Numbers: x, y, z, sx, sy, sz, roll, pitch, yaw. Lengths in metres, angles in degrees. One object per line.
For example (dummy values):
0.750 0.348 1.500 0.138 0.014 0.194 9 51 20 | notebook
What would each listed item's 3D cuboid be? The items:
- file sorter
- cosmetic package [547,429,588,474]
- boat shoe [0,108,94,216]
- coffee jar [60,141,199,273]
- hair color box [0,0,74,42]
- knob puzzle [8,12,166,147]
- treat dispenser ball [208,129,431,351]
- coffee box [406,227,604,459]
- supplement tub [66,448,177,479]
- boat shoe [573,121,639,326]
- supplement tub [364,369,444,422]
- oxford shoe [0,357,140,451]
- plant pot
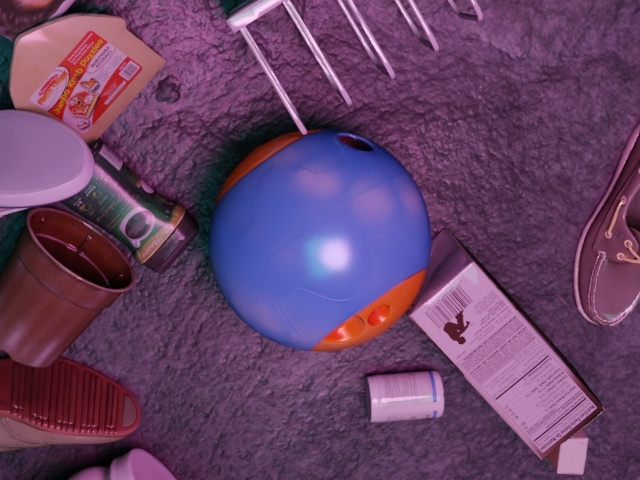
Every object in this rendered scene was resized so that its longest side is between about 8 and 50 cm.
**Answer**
0.043 -0.284 1.562 0.278 0.193 0.173 -32 103 3 | file sorter
0.353 0.291 1.816 0.041 0.115 0.060 2 106 -7 | cosmetic package
-0.456 -0.068 1.596 0.367 0.136 0.156 -3 150 7 | boat shoe
-0.256 -0.041 1.664 0.184 0.079 0.096 40 100 -15 | coffee jar
-0.309 -0.425 1.478 0.374 0.185 0.113 -46 61 8 | hair color box
-0.321 -0.219 1.592 0.213 0.030 0.213 -22 138 -21 | knob puzzle
0.000 0.000 1.597 0.288 0.288 0.288 -2 107 -6 | treat dispenser ball
0.244 0.143 1.733 0.119 0.168 0.297 -41 107 6 | coffee box
-0.337 0.466 1.721 0.331 0.241 0.241 -35 107 4 | supplement tub
0.450 -0.020 1.745 0.117 0.097 0.324 17 104 -11 | boat shoe
0.121 0.226 1.793 0.107 0.071 0.071 -3 107 -6 | supplement tub
-0.429 0.239 1.728 0.348 0.123 0.130 11 131 -11 | oxford shoe
-0.363 0.070 1.649 0.167 0.167 0.165 35 106 -15 | plant pot
